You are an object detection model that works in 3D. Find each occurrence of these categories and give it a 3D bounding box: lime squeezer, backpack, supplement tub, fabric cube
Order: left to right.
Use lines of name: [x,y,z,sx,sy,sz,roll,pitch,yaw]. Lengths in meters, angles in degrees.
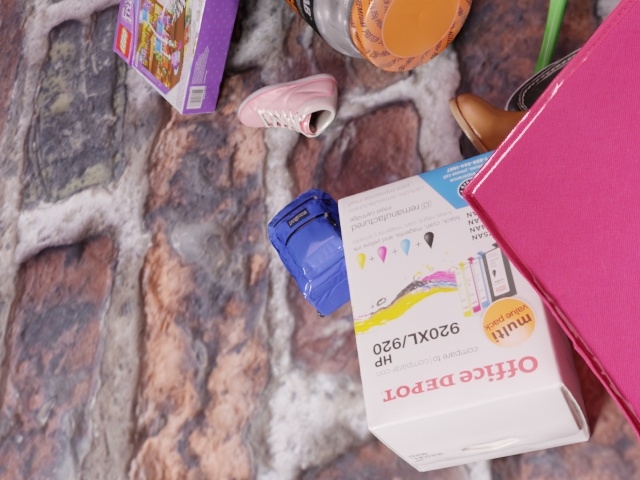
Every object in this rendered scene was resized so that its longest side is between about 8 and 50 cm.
backpack: [0.000,0.000,0.998,0.098,0.101,0.120,-32,51,-1]
supplement tub: [0.034,-0.352,1.112,0.193,0.193,0.316,-40,53,2]
lime squeezer: [0.305,-0.322,1.009,0.059,0.110,0.310,15,70,51]
fabric cube: [0.322,-0.024,0.689,0.254,0.258,0.259,-51,52,31]

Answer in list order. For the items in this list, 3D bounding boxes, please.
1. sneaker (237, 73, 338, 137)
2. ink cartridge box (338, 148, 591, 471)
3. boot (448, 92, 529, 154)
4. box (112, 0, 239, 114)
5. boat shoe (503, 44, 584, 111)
sneaker: [-0.040,-0.157,1.130,0.134,0.051,0.070,-16,53,13]
ink cartridge box: [0.133,0.072,0.848,0.171,0.168,0.233,-17,59,17]
boot: [0.239,-0.122,0.888,0.152,0.197,0.073,-51,8,29]
box: [-0.181,-0.340,1.189,0.201,0.057,0.293,43,129,36]
boat shoe: [0.336,-0.194,0.921,0.335,0.119,0.121,-24,56,13]
